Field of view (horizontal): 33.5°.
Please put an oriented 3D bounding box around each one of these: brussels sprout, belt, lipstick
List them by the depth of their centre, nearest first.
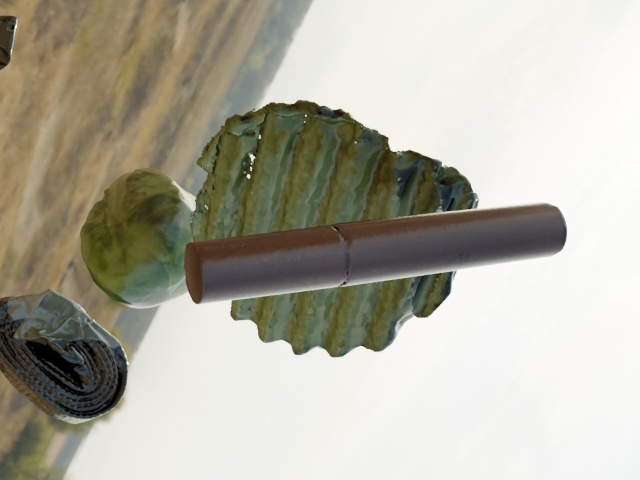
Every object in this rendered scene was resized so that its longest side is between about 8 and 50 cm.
[{"bbox_3d":[0.058,0.008,0.938,0.057,0.357,0.057,174,-90,-68],"label":"lipstick"},{"bbox_3d":[-0.304,-0.013,1.872,0.210,0.219,0.271,63,6,-52],"label":"brussels sprout"},{"bbox_3d":[-0.491,0.211,1.975,0.184,0.289,0.164,-52,-168,-24],"label":"belt"}]

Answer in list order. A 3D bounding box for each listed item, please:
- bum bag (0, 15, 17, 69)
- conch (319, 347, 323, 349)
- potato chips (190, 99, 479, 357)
[{"bbox_3d":[-0.595,-0.317,1.703,0.060,0.248,0.123,43,59,-56],"label":"bum bag"},{"bbox_3d":[0.011,0.126,1.639,0.065,0.180,0.088,-33,-126,56],"label":"conch"},{"bbox_3d":[0.000,0.000,1.359,0.070,0.359,0.429,-63,173,-45],"label":"potato chips"}]
